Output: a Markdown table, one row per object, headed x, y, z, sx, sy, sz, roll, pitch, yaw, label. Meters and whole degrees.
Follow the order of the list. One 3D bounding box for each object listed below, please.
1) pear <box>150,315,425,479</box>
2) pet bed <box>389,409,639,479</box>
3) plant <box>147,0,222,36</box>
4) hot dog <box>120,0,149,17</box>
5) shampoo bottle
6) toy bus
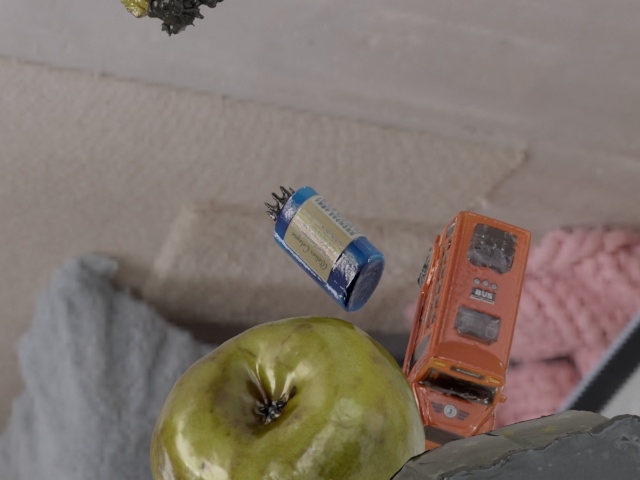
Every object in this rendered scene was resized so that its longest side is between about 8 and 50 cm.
| x | y | z | sx | sy | sz | roll | pitch | yaw | label |
| --- | --- | --- | --- | --- | --- | --- | --- | --- | --- |
| -0.023 | 0.246 | 1.590 | 0.304 | 0.304 | 0.304 | -3 | 153 | -2 | pear |
| 0.177 | 0.238 | 1.160 | 0.211 | 0.183 | 0.159 | -12 | -171 | -21 | pet bed |
| -0.109 | -0.285 | 1.512 | 0.174 | 0.087 | 0.085 | -42 | 158 | -5 | plant |
| -0.192 | -0.314 | 1.579 | 0.078 | 0.169 | 0.061 | 5 | 139 | -29 | hot dog |
| 0.000 | 0.000 | 1.758 | 0.050 | 0.183 | 0.087 | -2 | 126 | -44 | shampoo bottle |
| 0.200 | 0.132 | 2.038 | 0.143 | 0.329 | 0.153 | 18 | 151 | -4 | toy bus |
